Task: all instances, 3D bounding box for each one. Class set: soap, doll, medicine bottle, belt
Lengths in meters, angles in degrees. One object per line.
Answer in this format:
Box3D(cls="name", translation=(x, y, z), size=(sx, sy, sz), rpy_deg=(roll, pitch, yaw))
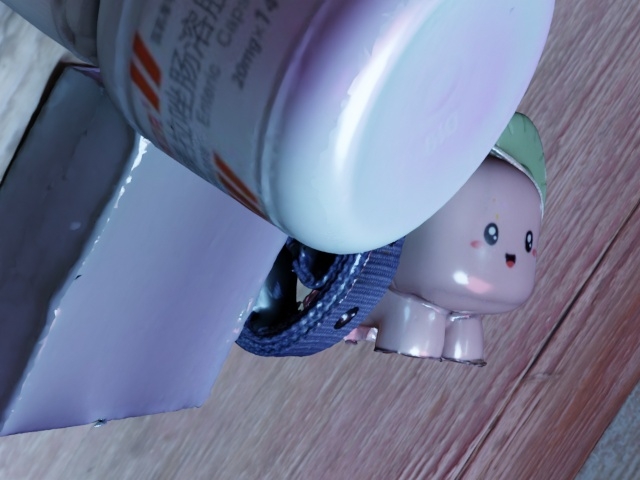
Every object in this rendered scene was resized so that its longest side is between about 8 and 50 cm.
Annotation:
Box3D(cls="soap", translation=(-0.144, 0.008, 1.520), size=(0.285, 0.107, 0.296), rpy_deg=(-61, 156, 13))
Box3D(cls="doll", translation=(0.113, -0.014, 1.918), size=(0.284, 0.216, 0.268), rpy_deg=(11, 89, -45))
Box3D(cls="medicine bottle", translation=(-0.041, -0.169, 1.223), size=(0.256, 0.325, 0.256), rpy_deg=(-43, 154, -27))
Box3D(cls="belt", translation=(0.000, 0.000, 1.752), size=(0.230, 0.140, 0.126), rpy_deg=(-62, 160, 8))
